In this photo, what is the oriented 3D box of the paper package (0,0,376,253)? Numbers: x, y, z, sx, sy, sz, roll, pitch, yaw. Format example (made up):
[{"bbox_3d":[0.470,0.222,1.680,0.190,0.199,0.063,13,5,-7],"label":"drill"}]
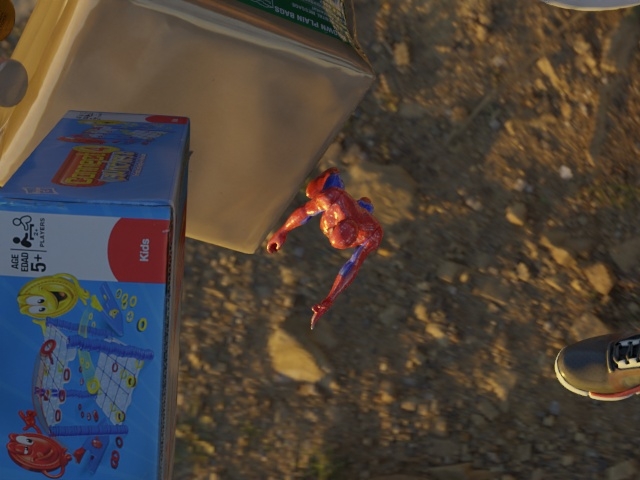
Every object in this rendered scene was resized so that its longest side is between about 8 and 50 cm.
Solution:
[{"bbox_3d":[-0.156,-0.169,1.434,0.309,0.325,0.168,-53,32,36],"label":"paper package"}]

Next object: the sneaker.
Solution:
[{"bbox_3d":[0.272,0.093,1.105,0.158,0.065,0.061,-4,60,17],"label":"sneaker"}]

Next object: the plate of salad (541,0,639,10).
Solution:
[{"bbox_3d":[0.131,-0.174,0.478,0.200,0.200,0.048,-45,49,11],"label":"plate of salad"}]

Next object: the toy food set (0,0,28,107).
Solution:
[{"bbox_3d":[-0.326,-0.093,1.044,0.105,0.111,0.232,14,69,31],"label":"toy food set"}]

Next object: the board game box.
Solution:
[{"bbox_3d":[-0.131,0.092,0.802,0.086,0.308,0.302,3,102,-5],"label":"board game box"}]

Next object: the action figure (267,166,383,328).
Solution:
[{"bbox_3d":[0.000,0.000,1.437,0.091,0.280,0.139,41,93,-6],"label":"action figure"}]
